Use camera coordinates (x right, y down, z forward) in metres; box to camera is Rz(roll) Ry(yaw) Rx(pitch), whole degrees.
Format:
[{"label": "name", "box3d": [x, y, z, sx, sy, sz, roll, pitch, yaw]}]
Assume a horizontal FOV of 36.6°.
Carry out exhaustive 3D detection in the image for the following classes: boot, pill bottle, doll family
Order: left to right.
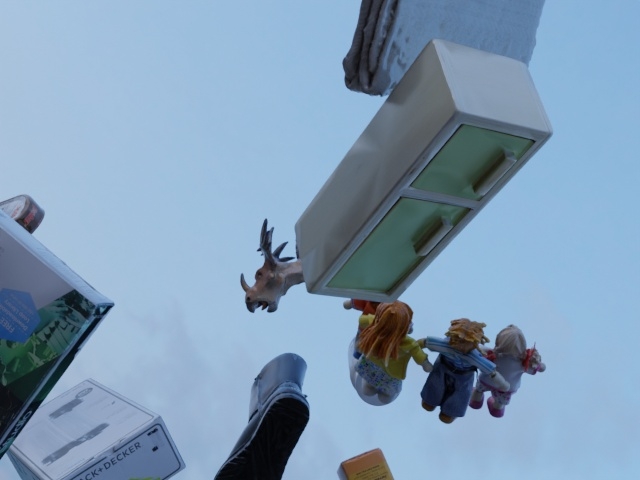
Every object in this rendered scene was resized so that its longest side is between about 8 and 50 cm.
[{"label": "boot", "box3d": [-0.095, 0.319, 1.596, 0.094, 0.246, 0.207, 30, 9, -8]}, {"label": "pill bottle", "box3d": [0.079, 0.181, 1.380, 0.078, 0.078, 0.137, 53, 8, -10]}, {"label": "doll family", "box3d": [0.135, 0.142, 1.172, 0.263, 0.118, 0.163, 20, -48, 12]}]

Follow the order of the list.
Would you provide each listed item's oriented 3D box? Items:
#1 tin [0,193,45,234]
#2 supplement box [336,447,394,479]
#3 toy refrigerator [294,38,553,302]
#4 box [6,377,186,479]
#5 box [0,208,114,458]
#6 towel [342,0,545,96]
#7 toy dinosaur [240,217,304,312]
[{"label": "tin", "box3d": [-0.468, -0.009, 1.356, 0.189, 0.106, 0.040, -16, -52, 30]}, {"label": "supplement box", "box3d": [0.105, 0.466, 1.580, 0.078, 0.080, 0.233, 102, -34, -64]}, {"label": "toy refrigerator", "box3d": [0.083, -0.048, 0.884, 0.269, 0.102, 0.094, -52, -140, 43]}, {"label": "box", "box3d": [-0.332, 0.296, 1.364, 0.290, 0.169, 0.087, 4, -59, 57]}, {"label": "box", "box3d": [-0.404, 0.124, 1.032, 0.232, 0.322, 0.058, 37, 6, 11]}, {"label": "towel", "box3d": [0.132, -0.223, 0.926, 0.049, 0.282, 0.187, 25, -71, 37]}, {"label": "toy dinosaur", "box3d": [0.000, 0.000, 1.593, 0.200, 0.296, 0.127, 5, -62, 25]}]
